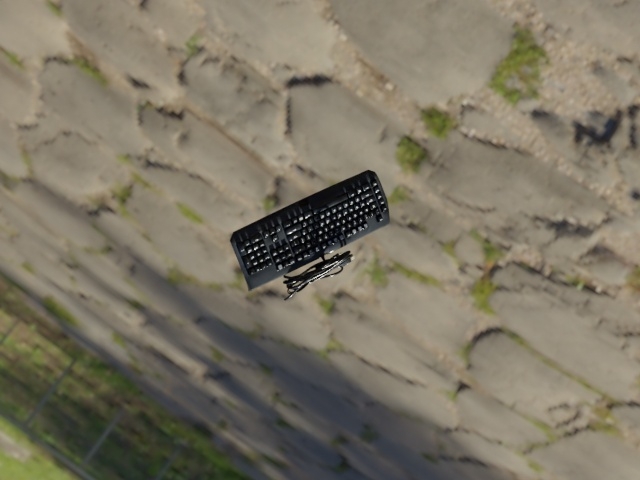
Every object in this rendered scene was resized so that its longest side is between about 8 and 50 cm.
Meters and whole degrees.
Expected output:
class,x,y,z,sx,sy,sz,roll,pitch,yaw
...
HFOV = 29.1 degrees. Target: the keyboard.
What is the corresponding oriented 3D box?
class,x,y,z,sx,sy,sz,roll,pitch,yaw
keyboard,0.000,0.000,1.391,0.038,0.192,0.100,24,137,65
